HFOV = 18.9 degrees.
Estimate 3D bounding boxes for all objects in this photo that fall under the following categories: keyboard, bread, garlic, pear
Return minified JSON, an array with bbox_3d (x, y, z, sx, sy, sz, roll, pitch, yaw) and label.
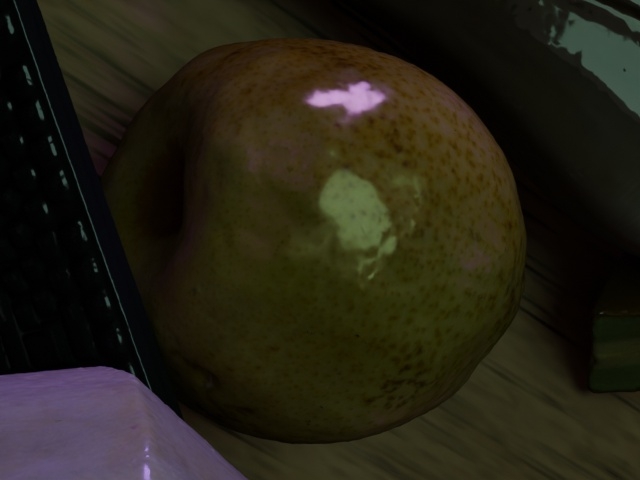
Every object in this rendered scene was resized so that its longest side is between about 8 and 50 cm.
[{"bbox_3d":[-0.112,-0.002,0.740,0.018,0.101,0.310,-25,99,-47],"label":"keyboard"},{"bbox_3d":[0.174,0.002,0.989,0.074,0.084,0.139,82,6,-52],"label":"bread"},{"bbox_3d":[0.156,-0.123,0.864,0.340,0.231,0.246,49,46,-1],"label":"garlic"},{"bbox_3d":[0.000,0.000,0.783,0.178,0.178,0.178,7,79,-37],"label":"pear"}]

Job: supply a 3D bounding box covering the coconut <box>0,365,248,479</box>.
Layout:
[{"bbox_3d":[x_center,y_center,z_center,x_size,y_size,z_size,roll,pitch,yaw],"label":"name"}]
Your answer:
[{"bbox_3d":[-0.099,0.143,0.645,0.222,0.202,0.202,-1,83,-9],"label":"coconut"}]
